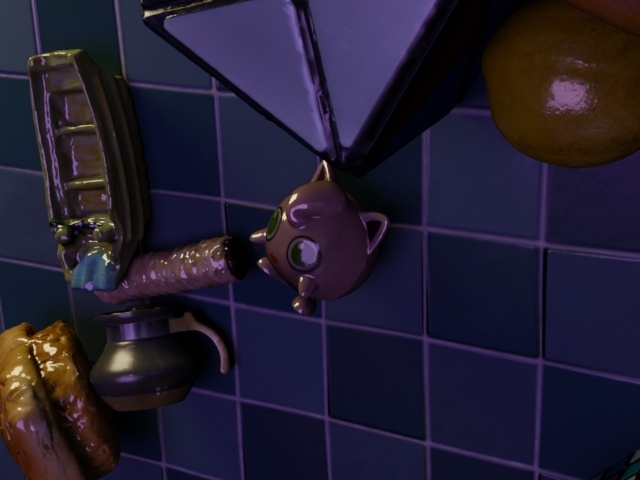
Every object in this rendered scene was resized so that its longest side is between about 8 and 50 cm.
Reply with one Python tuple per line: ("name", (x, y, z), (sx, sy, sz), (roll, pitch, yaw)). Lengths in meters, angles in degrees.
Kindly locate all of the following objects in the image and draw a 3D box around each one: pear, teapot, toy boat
("pear", (0.220, -0.135, 0.932), (0.162, 0.149, 0.149), (6, 111, 25))
("teapot", (-0.190, 0.133, 1.305), (0.165, 0.130, 0.119), (-7, 90, 0))
("toy boat", (-0.264, -0.082, 1.280), (0.111, 0.084, 0.276), (1, 104, 32))

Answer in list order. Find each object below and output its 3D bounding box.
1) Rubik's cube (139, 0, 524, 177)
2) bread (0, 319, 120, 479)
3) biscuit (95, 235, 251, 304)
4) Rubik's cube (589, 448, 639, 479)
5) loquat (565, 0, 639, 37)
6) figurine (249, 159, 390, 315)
("Rubik's cube", (0.036, -0.241, 0.938), (0.250, 0.248, 0.246), (39, 122, 12))
("bread", (-0.325, 0.208, 1.352), (0.120, 0.236, 0.198), (-22, 117, -8))
("biscuit", (-0.174, 0.033, 1.284), (0.219, 0.055, 0.061), (-13, 96, 33))
("Rubik's cube", (0.292, 0.332, 1.042), (0.182, 0.184, 0.187), (49, 124, 6))
("loquat", (0.269, -0.237, 0.776), (0.238, 0.238, 0.193), (23, 135, 22))
("figurine", (0.000, 0.000, 1.128), (0.125, 0.125, 0.138), (38, 110, 13))
